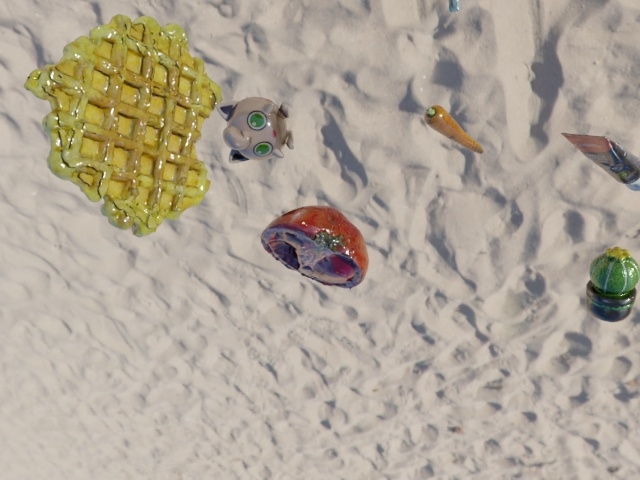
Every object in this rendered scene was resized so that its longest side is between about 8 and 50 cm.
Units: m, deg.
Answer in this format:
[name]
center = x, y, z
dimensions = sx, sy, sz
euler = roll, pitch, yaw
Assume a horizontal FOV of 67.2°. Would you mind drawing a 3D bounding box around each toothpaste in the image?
[toothpaste]
center = 0.455, -0.129, 0.754
dimensions = 0.193, 0.071, 0.045
euler = 17, 96, -34

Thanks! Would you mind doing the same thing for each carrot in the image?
[carrot]
center = 0.384, -0.314, 1.383
dimensions = 0.256, 0.061, 0.061
euler = 24, 133, -34

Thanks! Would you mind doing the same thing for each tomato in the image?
[tomato]
center = 0.000, 0.000, 0.829
dimensions = 0.189, 0.099, 0.173
euler = 29, 155, -7

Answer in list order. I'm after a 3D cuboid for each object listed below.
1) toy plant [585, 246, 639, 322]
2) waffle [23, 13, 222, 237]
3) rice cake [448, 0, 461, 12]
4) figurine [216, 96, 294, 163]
[toy plant]
center = 0.606, 0.088, 1.001
dimensions = 0.092, 0.093, 0.162
euler = -3, 121, 15
[waffle]
center = -0.224, -0.146, 0.627
dimensions = 0.051, 0.291, 0.291
euler = 7, 133, 31
[rice cake]
center = 0.420, -0.812, 1.517
dimensions = 0.042, 0.030, 0.180
euler = -5, 91, 37
[figurine]
center = -0.122, -0.212, 0.927
dimensions = 0.138, 0.125, 0.125
euler = -9, 129, -4
